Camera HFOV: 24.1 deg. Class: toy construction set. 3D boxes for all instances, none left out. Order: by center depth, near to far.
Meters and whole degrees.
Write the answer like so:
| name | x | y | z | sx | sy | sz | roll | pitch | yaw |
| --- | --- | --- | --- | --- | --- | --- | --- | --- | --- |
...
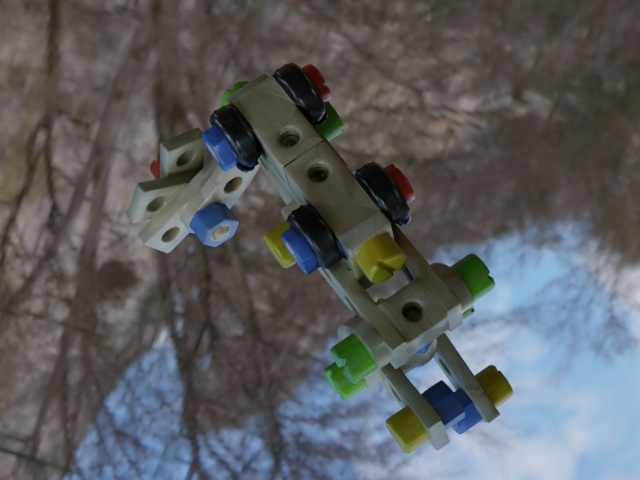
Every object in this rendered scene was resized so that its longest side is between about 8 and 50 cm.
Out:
| name | x | y | z | sx | sy | sz | roll | pitch | yaw |
| --- | --- | --- | --- | --- | --- | --- | --- | --- | --- |
| toy construction set | 0.000 | 0.000 | 1.084 | 0.327 | 0.151 | 0.215 | 36 | 165 | 24 |
